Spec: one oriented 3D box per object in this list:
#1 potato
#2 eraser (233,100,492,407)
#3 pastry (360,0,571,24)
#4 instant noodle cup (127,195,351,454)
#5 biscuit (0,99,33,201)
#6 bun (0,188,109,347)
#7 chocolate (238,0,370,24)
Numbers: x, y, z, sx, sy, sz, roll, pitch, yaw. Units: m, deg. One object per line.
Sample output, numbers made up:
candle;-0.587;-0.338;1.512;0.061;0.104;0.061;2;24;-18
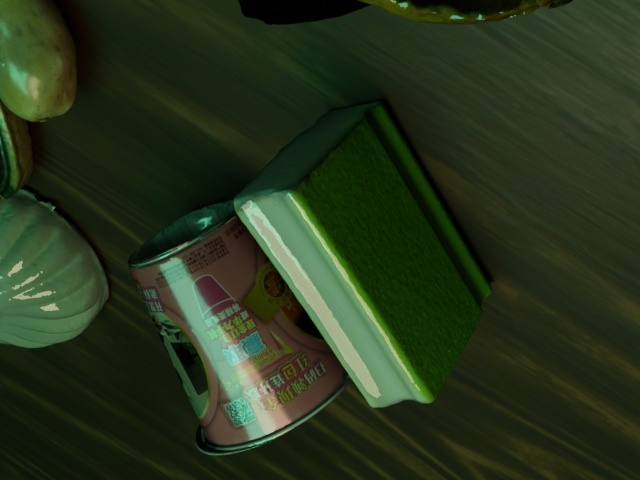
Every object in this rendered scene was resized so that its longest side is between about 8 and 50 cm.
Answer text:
potato;-0.343;-0.227;1.067;0.109;0.118;0.178;-17;106;1
eraser;0.057;0.009;0.951;0.092;0.210;0.274;-17;114;41
pastry;0.074;-0.308;0.544;0.356;0.164;0.355;10;114;23
instant noodle cup;-0.106;0.093;1.126;0.244;0.244;0.255;-14;110;39
biscuit;-0.527;-0.200;1.219;0.287;0.057;0.343;2;122;30
bun;-0.462;0.069;1.347;0.263;0.175;0.263;18;135;19
chocolate;-0.015;-0.277;0.822;0.156;0.156;0.133;-10;92;37
